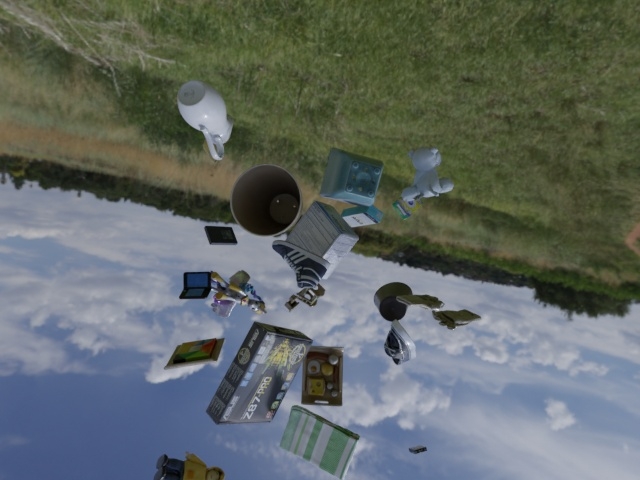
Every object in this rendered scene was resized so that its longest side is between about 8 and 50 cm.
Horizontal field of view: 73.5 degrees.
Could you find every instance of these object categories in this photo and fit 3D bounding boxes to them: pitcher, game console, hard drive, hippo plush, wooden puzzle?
[{"bbox_3d":[-0.329,-0.349,1.253,0.125,0.177,0.207,-9,163,8],"label":"pitcher"},{"bbox_3d":[-0.619,0.222,2.113,0.144,0.085,0.124,-2,-152,6],"label":"game console"},{"bbox_3d":[-0.444,-0.022,1.913,0.135,0.022,0.094,2,-127,-45],"label":"hard drive"},{"bbox_3d":[0.482,-0.323,2.061,0.234,0.236,0.294,-10,-174,36],"label":"hippo plush"},{"bbox_3d":[-0.543,0.483,1.868,0.221,0.044,0.238,-9,-170,-1],"label":"wooden puzzle"}]

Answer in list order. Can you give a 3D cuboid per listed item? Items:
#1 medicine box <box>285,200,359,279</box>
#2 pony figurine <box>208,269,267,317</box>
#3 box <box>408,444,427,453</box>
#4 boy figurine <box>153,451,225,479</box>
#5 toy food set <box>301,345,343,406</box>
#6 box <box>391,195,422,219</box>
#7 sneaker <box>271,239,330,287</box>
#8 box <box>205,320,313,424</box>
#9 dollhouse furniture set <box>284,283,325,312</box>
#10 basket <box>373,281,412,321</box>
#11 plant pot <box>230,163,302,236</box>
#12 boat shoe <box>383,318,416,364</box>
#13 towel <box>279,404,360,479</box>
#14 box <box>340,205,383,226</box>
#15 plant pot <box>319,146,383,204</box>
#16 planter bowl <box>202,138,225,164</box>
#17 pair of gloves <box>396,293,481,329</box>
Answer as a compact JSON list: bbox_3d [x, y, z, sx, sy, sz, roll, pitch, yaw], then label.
[{"bbox_3d":[0.000,0.000,2.131,0.149,0.289,0.263,14,-149,-48],"label":"medicine box"},{"bbox_3d":[-0.496,0.295,2.380,0.351,0.303,0.363,19,166,41],"label":"pony figurine"},{"bbox_3d":[0.493,1.059,2.173,0.067,0.018,0.083,-9,163,-14],"label":"box"},{"bbox_3d":[-0.518,0.948,1.718,0.285,0.092,0.177,29,-146,-26],"label":"boy figurine"},{"bbox_3d":[0.010,0.708,2.252,0.220,0.306,0.092,2,173,1],"label":"toy food set"},{"bbox_3d":[0.452,-0.194,2.189,0.179,0.105,0.043,-41,-176,-38],"label":"box"},{"bbox_3d":[-0.114,0.110,1.887,0.282,0.153,0.099,23,159,13],"label":"sneaker"},{"bbox_3d":[-0.231,0.532,1.708,0.097,0.395,0.318,28,178,40],"label":"box"},{"bbox_3d":[-0.058,0.254,1.980,0.101,0.182,0.161,44,-131,10],"label":"dollhouse furniture set"},{"bbox_3d":[0.353,0.306,2.102,0.204,0.154,0.227,-21,-178,12],"label":"basket"},{"bbox_3d":[-0.168,-0.132,1.614,0.256,0.256,0.274,11,179,10],"label":"plant pot"},{"bbox_3d":[0.292,0.399,1.631,0.108,0.102,0.301,55,174,34],"label":"boat shoe"},{"bbox_3d":[-0.010,0.893,1.897,0.325,0.248,0.038,21,-164,15],"label":"towel"},{"bbox_3d":[0.214,-0.132,2.279,0.100,0.060,0.244,36,158,-25],"label":"box"},{"bbox_3d":[0.164,-0.287,1.998,0.247,0.247,0.252,12,-172,-15],"label":"plant pot"},{"bbox_3d":[-0.498,-0.474,2.031,0.090,0.217,0.217,24,180,-19],"label":"planter bowl"},{"bbox_3d":[0.402,0.241,1.477,0.204,0.042,0.240,3,-166,-46],"label":"pair of gloves"}]
